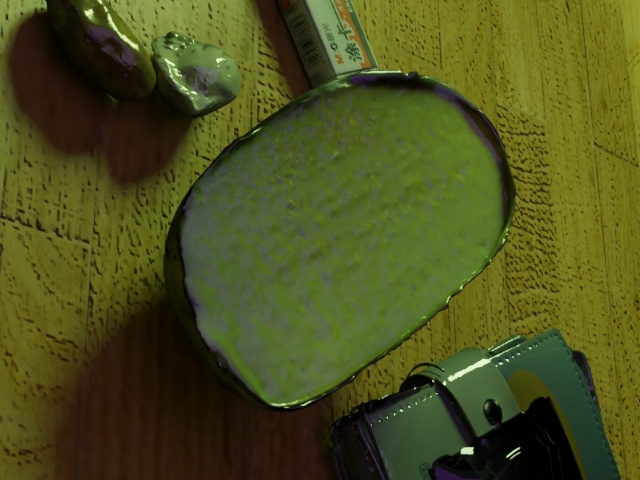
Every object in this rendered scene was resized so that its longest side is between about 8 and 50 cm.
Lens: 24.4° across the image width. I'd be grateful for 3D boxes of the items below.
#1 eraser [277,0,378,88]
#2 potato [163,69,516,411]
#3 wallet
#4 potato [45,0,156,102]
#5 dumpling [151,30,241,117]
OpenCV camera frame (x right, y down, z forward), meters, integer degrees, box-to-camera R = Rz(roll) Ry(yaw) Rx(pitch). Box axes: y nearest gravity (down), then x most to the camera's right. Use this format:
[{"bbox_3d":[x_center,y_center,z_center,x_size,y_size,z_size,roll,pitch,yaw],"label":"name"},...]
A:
[{"bbox_3d":[0.002,-0.160,1.085,0.052,0.029,0.122,-18,84,-47],"label":"eraser"},{"bbox_3d":[0.000,0.000,0.947,0.272,0.111,0.160,-39,91,-32],"label":"potato"},{"bbox_3d":[0.117,0.158,1.015,0.231,0.069,0.170,-15,86,-45],"label":"wallet"},{"bbox_3d":[-0.139,-0.123,0.920,0.092,0.045,0.046,53,42,-6],"label":"potato"},{"bbox_3d":[-0.081,-0.112,0.964,0.076,0.052,0.057,-45,115,-35],"label":"dumpling"}]
